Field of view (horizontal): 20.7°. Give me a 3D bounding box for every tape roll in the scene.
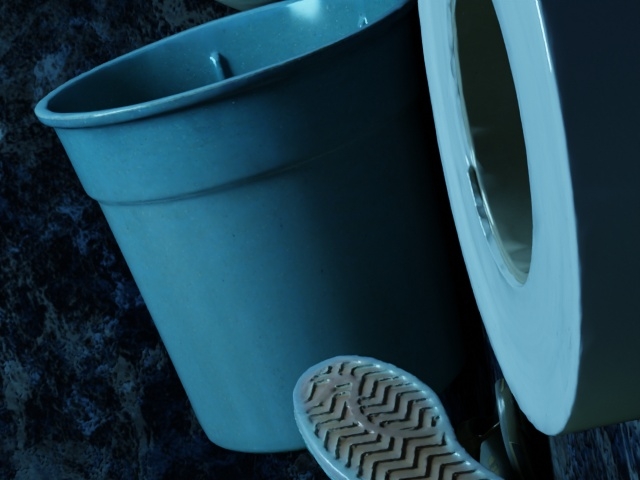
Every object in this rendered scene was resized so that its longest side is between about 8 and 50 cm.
[{"bbox_3d":[0.118,-0.062,0.766,0.286,0.100,0.286,169,90,-85],"label":"tape roll"}]

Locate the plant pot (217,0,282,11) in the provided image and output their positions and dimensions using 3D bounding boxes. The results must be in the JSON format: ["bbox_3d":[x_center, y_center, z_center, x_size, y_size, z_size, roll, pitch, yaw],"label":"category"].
[{"bbox_3d":[-0.061,-0.324,1.682,0.274,0.256,0.256,50,-155,-66],"label":"plant pot"}]

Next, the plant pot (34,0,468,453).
[{"bbox_3d":[-0.034,-0.016,1.542,0.341,0.341,0.334,-116,8,-73],"label":"plant pot"}]

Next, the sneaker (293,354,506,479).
[{"bbox_3d":[0.082,0.207,1.305,0.302,0.108,0.121,42,150,39],"label":"sneaker"}]

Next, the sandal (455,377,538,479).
[{"bbox_3d":[0.132,0.166,1.380,0.219,0.060,0.090,96,162,-75],"label":"sandal"}]
